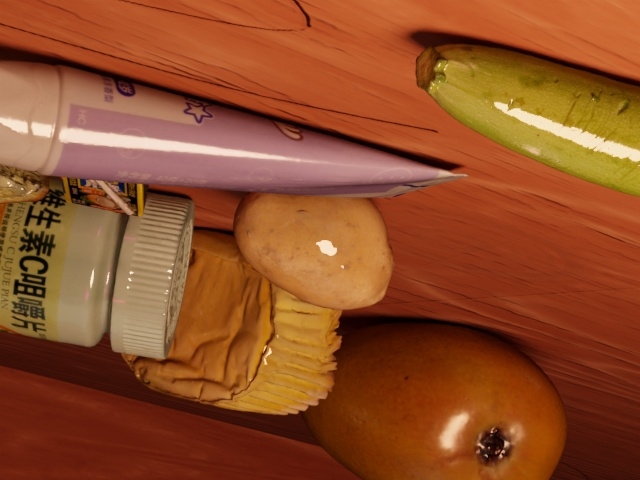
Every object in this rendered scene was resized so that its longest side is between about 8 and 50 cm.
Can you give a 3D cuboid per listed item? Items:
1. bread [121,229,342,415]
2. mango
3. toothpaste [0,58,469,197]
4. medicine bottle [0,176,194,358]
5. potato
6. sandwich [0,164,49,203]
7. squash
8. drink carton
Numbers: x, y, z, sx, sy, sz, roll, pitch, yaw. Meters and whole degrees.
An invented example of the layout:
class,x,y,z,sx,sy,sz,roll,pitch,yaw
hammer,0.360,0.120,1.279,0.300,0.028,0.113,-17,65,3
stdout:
class,x,y,z,sx,sy,sz,roll,pitch,yaw
bread,-0.087,0.084,1.665,0.250,0.179,0.133,7,168,45
mango,0.119,0.205,1.962,0.264,0.221,0.378,15,177,-37
toothpaste,-0.079,-0.065,1.224,0.371,0.080,0.125,10,169,-23
medicine bottle,-0.287,0.008,1.538,0.318,0.158,0.158,11,168,1
potato,-0.003,0.000,1.385,0.147,0.112,0.112,21,166,-12
sandwich,-0.325,-0.071,1.360,0.258,0.096,0.094,0,170,37
squash,0.151,-0.074,0.988,0.201,0.066,0.066,18,167,-15
drink carton,-0.176,-0.065,1.343,0.071,0.056,0.166,9,168,-3
